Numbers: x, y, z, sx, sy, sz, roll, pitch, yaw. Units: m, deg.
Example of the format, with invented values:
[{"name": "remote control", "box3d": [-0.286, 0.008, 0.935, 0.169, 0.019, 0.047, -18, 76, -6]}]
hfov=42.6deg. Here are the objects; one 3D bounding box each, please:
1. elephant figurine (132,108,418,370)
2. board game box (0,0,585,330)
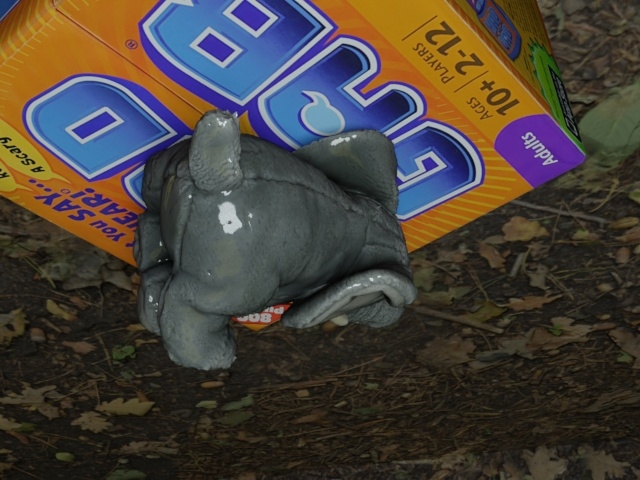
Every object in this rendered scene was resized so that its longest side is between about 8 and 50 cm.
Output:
[{"name": "elephant figurine", "box3d": [0.000, 0.000, 0.580, 0.239, 0.186, 0.169, 3, 100, -24]}, {"name": "board game box", "box3d": [-0.052, -0.202, 0.705, 0.356, 0.356, 0.356, -29, 135, 30]}]
